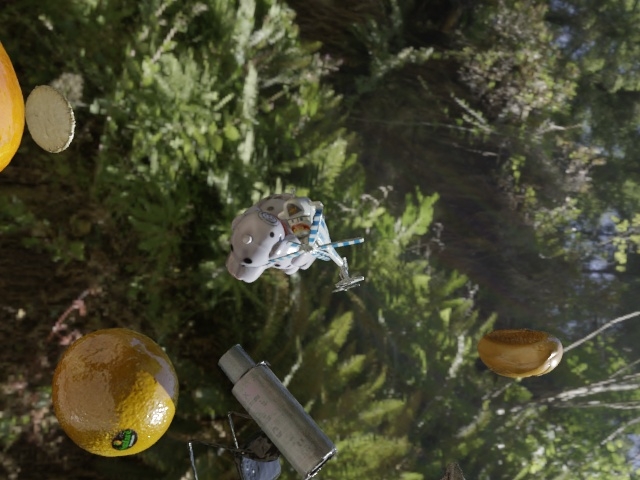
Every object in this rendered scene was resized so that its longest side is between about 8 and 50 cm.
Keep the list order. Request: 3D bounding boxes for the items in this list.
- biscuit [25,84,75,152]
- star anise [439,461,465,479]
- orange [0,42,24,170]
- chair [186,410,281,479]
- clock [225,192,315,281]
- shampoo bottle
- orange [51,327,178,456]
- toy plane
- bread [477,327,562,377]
[{"bbox_3d":[-0.599,-0.267,1.686,0.152,0.020,0.152,8,-73,28],"label":"biscuit"},{"bbox_3d":[0.145,0.352,0.877,0.063,0.171,0.208,21,-67,51],"label":"star anise"},{"bbox_3d":[-0.540,-0.193,1.048,0.283,0.226,0.284,17,-62,34],"label":"orange"},{"bbox_3d":[-0.123,0.428,1.487,0.221,0.140,0.145,-6,-78,33],"label":"chair"},{"bbox_3d":[-0.112,-0.004,1.627,0.188,0.254,0.189,4,-78,19],"label":"clock"},{"bbox_3d":[-0.067,0.242,1.104,0.214,0.072,0.072,47,-50,18],"label":"shampoo bottle"},{"bbox_3d":[-0.362,0.268,1.357,0.236,0.236,0.237,-11,-102,57],"label":"orange"},{"bbox_3d":[0.011,-0.002,1.408,0.181,0.273,0.107,-26,-124,33],"label":"toy plane"},{"bbox_3d":[0.348,0.200,1.332,0.078,0.114,0.189,65,-18,-5],"label":"bread"}]
